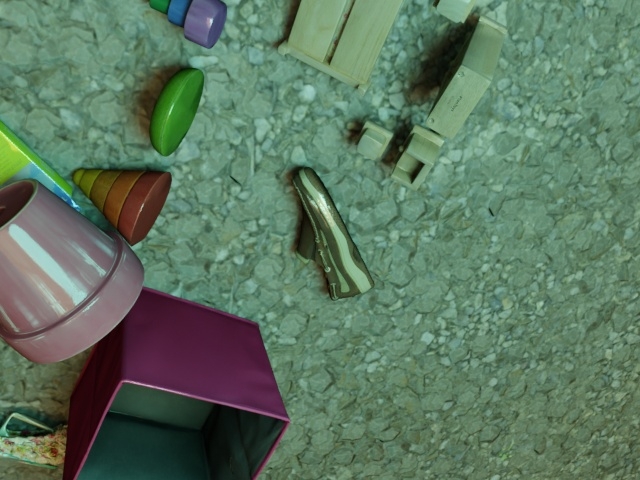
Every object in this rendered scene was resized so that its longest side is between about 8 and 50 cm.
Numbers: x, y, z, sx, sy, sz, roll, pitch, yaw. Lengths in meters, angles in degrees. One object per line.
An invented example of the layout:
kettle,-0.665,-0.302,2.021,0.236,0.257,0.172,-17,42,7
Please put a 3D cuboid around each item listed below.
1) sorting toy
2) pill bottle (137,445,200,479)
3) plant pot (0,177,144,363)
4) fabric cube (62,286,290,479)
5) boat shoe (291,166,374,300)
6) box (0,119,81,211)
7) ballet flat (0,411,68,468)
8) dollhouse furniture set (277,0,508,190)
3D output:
sorting toy,-0.248,-0.174,0.867,0.126,0.127,0.365,24,110,-1
pill bottle,-0.341,0.506,1.120,0.181,0.181,0.323,19,109,-25
plant pot,-0.362,0.028,0.820,0.201,0.201,0.180,-30,127,-1
fabric cube,-0.236,0.264,0.987,0.254,0.258,0.259,21,108,-26
boat shoe,0.002,0.004,1.026,0.095,0.095,0.257,-26,121,4
box,-0.433,-0.082,0.875,0.109,0.042,0.178,-36,122,4
ballet flat,-0.531,0.316,1.037,0.241,0.091,0.077,20,78,-29
dollhouse furniture set,0.068,-0.297,0.917,0.355,0.174,0.303,29,134,0
